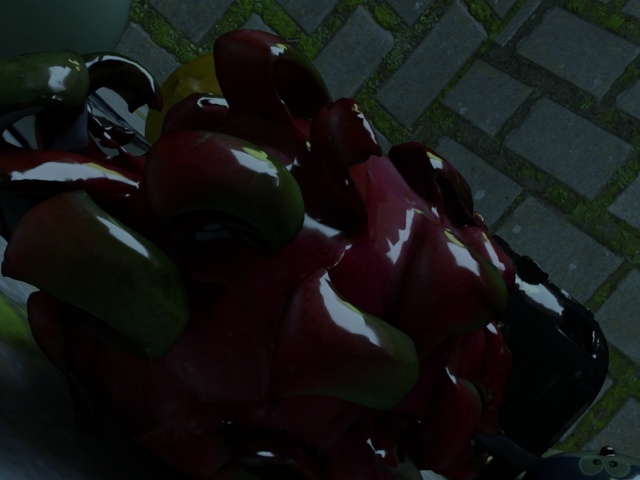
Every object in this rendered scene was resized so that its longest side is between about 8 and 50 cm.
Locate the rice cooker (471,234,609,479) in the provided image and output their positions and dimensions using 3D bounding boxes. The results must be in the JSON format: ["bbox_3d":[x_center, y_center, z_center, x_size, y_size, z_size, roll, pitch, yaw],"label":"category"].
[{"bbox_3d":[0.175,0.125,1.238,0.267,0.224,0.267,41,4,-4],"label":"rice cooker"}]

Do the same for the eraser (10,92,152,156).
[{"bbox_3d":[-0.243,-0.123,1.037,0.210,0.068,0.124,42,5,31],"label":"eraser"}]

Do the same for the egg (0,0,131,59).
[{"bbox_3d":[-0.250,-0.218,0.727,0.230,0.230,0.371,42,-1,28],"label":"egg"}]

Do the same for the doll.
[{"bbox_3d":[0.317,0.297,1.285,0.228,0.154,0.258,7,-18,19],"label":"doll"}]

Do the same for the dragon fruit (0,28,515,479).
[{"bbox_3d":[-0.019,0.017,0.472,0.273,0.198,0.218,66,9,-66],"label":"dragon fruit"}]

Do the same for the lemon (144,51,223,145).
[{"bbox_3d":[-0.099,-0.123,1.451,0.263,0.236,0.236,-1,31,-38],"label":"lemon"}]
